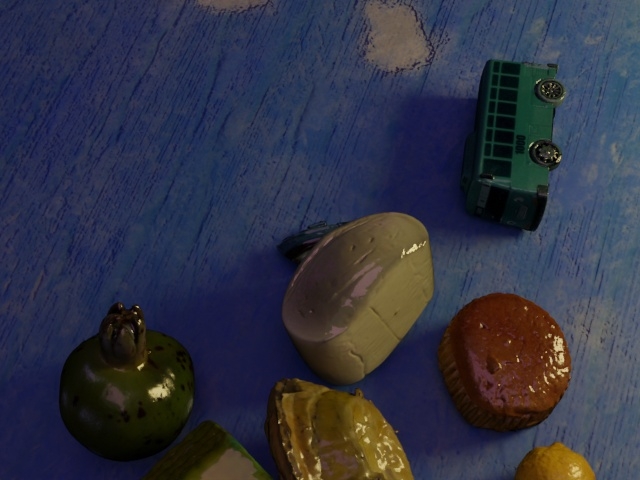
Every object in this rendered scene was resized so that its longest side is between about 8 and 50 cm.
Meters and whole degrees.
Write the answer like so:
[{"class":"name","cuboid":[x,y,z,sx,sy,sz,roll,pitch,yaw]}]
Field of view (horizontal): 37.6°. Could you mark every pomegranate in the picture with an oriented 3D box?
[{"class":"pomegranate","cuboid":[-0.266,0.189,1.293,0.202,0.248,0.202,6,37,-5]}]

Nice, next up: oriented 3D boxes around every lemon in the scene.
[{"class":"lemon","cuboid":[0.318,0.353,1.284,0.114,0.114,0.155,10,73,5]}]

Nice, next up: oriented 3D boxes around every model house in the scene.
[{"class":"model house","cuboid":[-0.163,0.375,1.181,0.237,0.303,0.215,-42,78,-18]}]

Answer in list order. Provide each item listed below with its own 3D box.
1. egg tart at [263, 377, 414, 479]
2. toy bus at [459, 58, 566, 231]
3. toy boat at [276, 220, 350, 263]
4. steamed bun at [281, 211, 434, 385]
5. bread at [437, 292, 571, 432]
[{"class":"egg tart","cuboid":[0.036,0.289,1.216,0.115,0.290,0.290,-31,67,13]},{"class":"toy bus","cuboid":[0.306,-0.155,1.510,0.147,0.128,0.256,9,63,6]},{"class":"toy boat","cuboid":[0.000,0.000,1.479,0.137,0.060,0.061,-18,41,-7]},{"class":"steamed bun","cuboid":[0.048,0.072,1.366,0.155,0.200,0.250,33,75,29]},{"class":"bread","cuboid":[0.269,0.175,1.370,0.199,0.104,0.199,1,64,-2]}]
